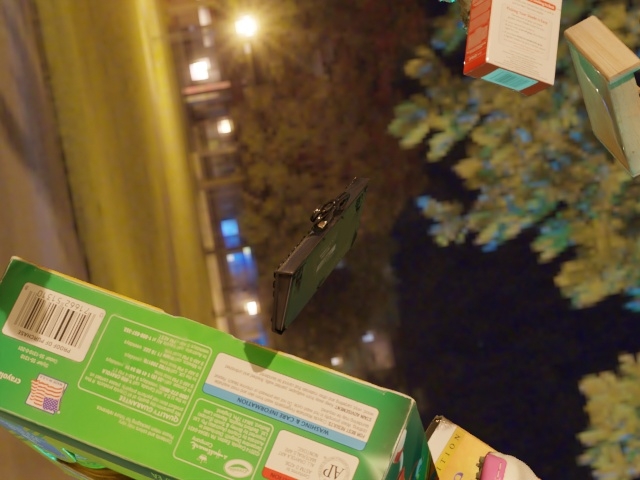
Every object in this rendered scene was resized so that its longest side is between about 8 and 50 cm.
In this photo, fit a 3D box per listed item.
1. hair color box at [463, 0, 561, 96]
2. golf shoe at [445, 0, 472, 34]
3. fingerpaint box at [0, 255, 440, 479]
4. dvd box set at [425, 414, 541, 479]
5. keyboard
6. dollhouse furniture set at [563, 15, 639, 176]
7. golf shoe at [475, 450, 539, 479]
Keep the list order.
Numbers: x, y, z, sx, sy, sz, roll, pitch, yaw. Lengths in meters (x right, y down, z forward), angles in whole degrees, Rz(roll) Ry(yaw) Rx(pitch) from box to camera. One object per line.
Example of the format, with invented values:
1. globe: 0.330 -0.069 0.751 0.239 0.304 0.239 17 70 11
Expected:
1. hair color box: 0.219 -0.257 1.567 0.053 0.093 0.167 -21 -123 62
2. golf shoe: 0.197 -0.287 1.652 0.176 0.086 0.069 52 -10 -2
3. fingerpaint box: -0.114 0.217 1.489 0.371 0.445 0.163 70 41 -67
4. dvd box set: 0.242 0.455 1.710 0.307 0.420 0.062 -56 -179 -11
5. keyboard: 0.000 0.000 1.299 0.180 0.023 0.108 -52 159 -50
6. dollhouse furniture set: 0.424 -0.210 1.593 0.212 0.242 0.161 60 -2 48
7. golf shoe: 0.242 0.309 1.471 0.306 0.140 0.115 60 38 -53
